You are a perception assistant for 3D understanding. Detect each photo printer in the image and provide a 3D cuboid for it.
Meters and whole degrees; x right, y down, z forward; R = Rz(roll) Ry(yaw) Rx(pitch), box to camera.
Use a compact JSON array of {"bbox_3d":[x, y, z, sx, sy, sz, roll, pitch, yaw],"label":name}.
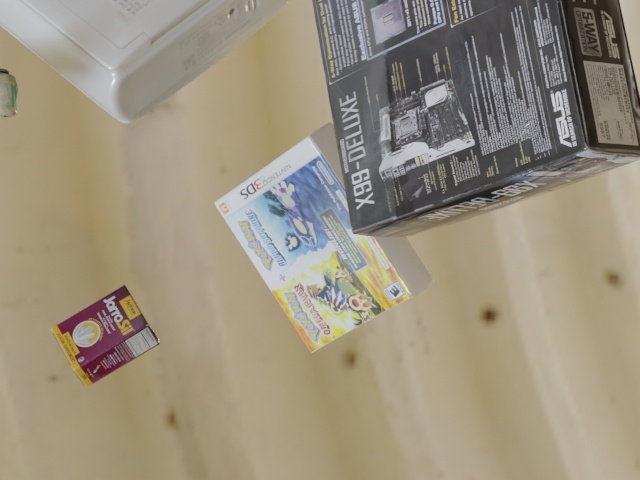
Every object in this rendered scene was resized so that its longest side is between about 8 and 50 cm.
[{"bbox_3d":[-0.216,-0.285,1.847,0.256,0.107,0.307,-40,-120,-22],"label":"photo printer"}]

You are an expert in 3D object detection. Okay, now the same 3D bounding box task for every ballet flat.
[{"bbox_3d":[-0.350,-0.114,1.687,0.168,0.052,0.057,-18,171,37],"label":"ballet flat"}]

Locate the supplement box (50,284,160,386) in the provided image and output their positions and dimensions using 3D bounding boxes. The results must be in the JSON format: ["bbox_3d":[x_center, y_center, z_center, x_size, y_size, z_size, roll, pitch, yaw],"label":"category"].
[{"bbox_3d":[-0.203,0.091,1.690,0.083,0.043,0.055,-32,-120,-6],"label":"supplement box"}]

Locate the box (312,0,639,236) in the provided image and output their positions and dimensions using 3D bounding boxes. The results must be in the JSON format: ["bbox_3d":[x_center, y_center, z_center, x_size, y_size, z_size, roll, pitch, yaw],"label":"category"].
[{"bbox_3d":[0.103,-0.177,1.342,0.076,0.307,0.242,-1,166,-43],"label":"box"}]

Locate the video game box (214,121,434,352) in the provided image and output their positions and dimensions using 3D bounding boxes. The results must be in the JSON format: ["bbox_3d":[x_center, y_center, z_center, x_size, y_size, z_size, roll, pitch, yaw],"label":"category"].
[{"bbox_3d":[0.000,0.000,1.934,0.048,0.205,0.187,-34,-179,-42],"label":"video game box"}]
